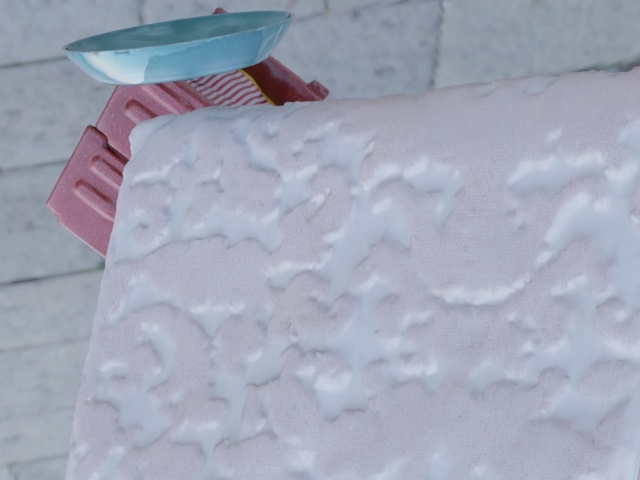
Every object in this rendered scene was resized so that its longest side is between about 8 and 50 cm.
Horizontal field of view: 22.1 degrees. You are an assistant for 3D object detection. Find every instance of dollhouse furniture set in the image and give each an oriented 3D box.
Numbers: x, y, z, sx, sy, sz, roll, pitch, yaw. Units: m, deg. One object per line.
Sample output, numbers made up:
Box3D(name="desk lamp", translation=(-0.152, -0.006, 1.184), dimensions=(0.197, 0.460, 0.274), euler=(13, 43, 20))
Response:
Box3D(name="dollhouse furniture set", translation=(0.000, 0.000, 1.265), dimensions=(0.152, 0.374, 0.201), euler=(-53, -179, 21))

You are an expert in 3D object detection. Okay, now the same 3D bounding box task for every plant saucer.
Box3D(name="plant saucer", translation=(-0.071, -0.097, 0.834), dimensions=(0.119, 0.021, 0.119), euler=(-8, -166, 2))

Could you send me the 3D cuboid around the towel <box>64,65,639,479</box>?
Box3D(name="towel", translation=(0.013, 0.074, 0.767), dimensions=(0.332, 0.316, 0.053), euler=(-2, 159, 34))
